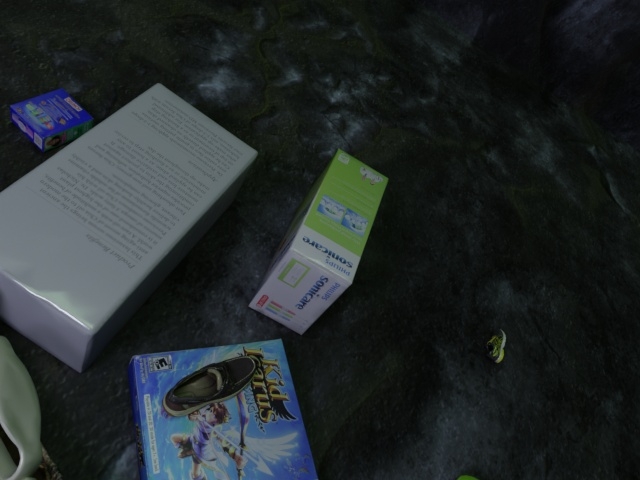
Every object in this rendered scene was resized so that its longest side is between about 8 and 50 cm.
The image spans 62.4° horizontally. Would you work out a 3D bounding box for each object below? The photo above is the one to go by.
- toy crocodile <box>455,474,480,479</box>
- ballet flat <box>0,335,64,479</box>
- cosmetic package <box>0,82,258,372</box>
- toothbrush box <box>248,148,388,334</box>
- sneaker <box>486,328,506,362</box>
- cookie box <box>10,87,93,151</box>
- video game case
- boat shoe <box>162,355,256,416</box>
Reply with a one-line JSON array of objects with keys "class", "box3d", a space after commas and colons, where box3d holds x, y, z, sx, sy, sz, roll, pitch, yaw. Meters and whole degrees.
[{"class": "toy crocodile", "box3d": [0.234, 0.522, 0.789, 0.105, 0.115, 0.340, 31, 40, -6]}, {"class": "ballet flat", "box3d": [-0.443, 0.154, 0.634, 0.482, 0.182, 0.164, 51, 19, 12]}, {"class": "cosmetic package", "box3d": [-0.321, -0.045, 0.866, 0.230, 0.161, 0.453, 35, 47, -3]}, {"class": "toothbrush box", "box3d": [0.000, 0.000, 0.987, 0.122, 0.206, 0.283, 29, 48, -8]}, {"class": "sneaker", "box3d": [0.384, 0.226, 1.159, 0.035, 0.031, 0.083, 26, 48, -10]}, {"class": "cookie box", "box3d": [-0.497, -0.225, 0.981, 0.092, 0.040, 0.107, 44, 48, 6]}, {"class": "video game case", "box3d": [-0.144, 0.291, 0.791, 0.245, 0.061, 0.269, 0, 57, -31]}, {"class": "boat shoe", "box3d": [-0.153, 0.208, 0.770, 0.152, 0.049, 0.056, -23, 69, -40]}]
